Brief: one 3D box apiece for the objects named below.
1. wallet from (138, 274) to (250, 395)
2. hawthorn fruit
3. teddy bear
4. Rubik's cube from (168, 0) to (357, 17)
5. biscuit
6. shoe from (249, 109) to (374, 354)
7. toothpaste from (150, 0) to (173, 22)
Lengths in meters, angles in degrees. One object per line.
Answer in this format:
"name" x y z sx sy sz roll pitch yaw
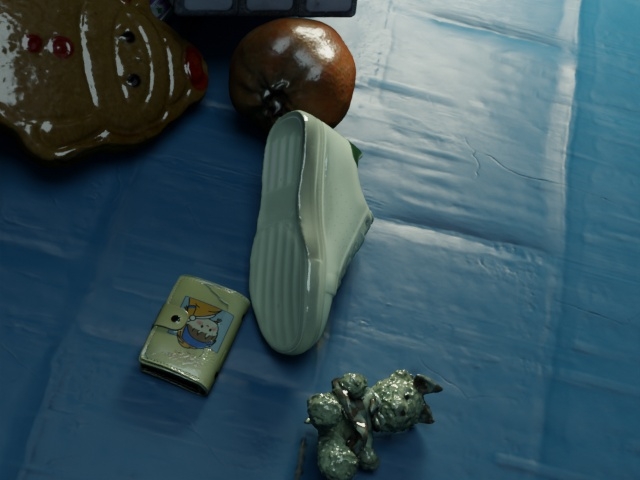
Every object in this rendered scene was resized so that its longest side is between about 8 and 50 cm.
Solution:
"wallet" -0.173 0.124 1.605 0.110 0.039 0.155 22 53 2
"hawthorn fruit" -0.026 -0.265 1.831 0.199 0.199 0.251 29 41 9
"teddy bear" 0.052 0.233 1.547 0.213 0.133 0.111 -15 14 -42
"Rubik's cube" -0.105 -0.536 1.859 0.305 0.304 0.301 -5 29 -16
"biscuit" -0.345 -0.277 1.762 0.381 0.074 0.359 1 74 -28
"shoe" 0.000 0.000 1.691 0.160 0.132 0.363 19 63 -38
"toothpaste" -0.284 -0.351 1.915 0.047 0.040 0.196 27 55 6
